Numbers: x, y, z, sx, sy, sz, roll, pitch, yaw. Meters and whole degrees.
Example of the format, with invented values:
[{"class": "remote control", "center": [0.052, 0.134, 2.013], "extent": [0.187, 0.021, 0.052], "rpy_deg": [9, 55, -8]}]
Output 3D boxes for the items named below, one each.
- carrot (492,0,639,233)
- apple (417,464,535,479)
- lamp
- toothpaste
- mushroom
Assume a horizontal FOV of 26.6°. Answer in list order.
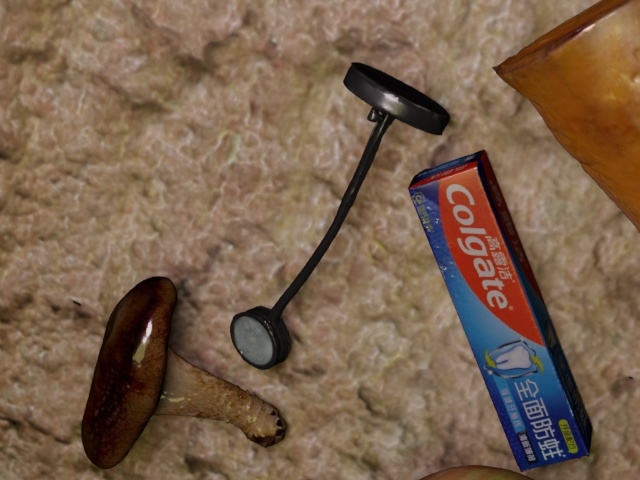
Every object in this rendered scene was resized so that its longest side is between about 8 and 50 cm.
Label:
[{"class": "carrot", "center": [0.300, -0.097, 1.181], "extent": [0.196, 0.196, 0.254], "rpy_deg": [-30, 100, 23]}, {"class": "apple", "center": [0.148, 0.360, 1.350], "extent": [0.256, 0.234, 0.257], "rpy_deg": [21, 124, 34]}, {"class": "lamp", "center": [0.024, -0.014, 1.358], "extent": [0.130, 0.108, 0.371], "rpy_deg": [35, 127, 23]}, {"class": "toothpaste", "center": [0.181, 0.072, 1.342], "extent": [0.076, 0.066, 0.320], "rpy_deg": [-18, 105, 20]}, {"class": "mushroom", "center": [-0.131, 0.154, 1.440], "extent": [0.217, 0.148, 0.227], "rpy_deg": [15, 124, -10]}]
